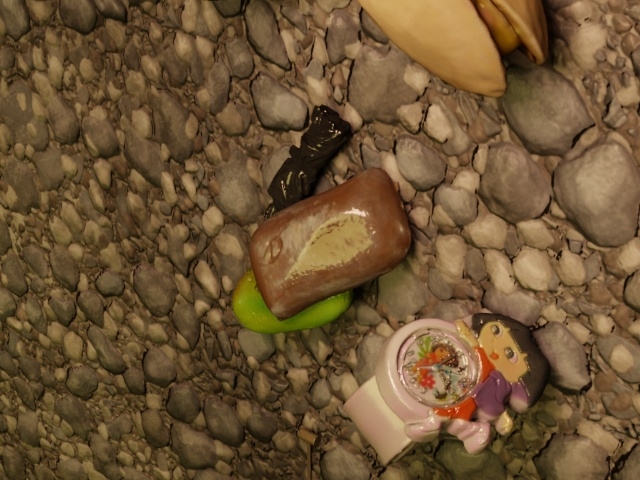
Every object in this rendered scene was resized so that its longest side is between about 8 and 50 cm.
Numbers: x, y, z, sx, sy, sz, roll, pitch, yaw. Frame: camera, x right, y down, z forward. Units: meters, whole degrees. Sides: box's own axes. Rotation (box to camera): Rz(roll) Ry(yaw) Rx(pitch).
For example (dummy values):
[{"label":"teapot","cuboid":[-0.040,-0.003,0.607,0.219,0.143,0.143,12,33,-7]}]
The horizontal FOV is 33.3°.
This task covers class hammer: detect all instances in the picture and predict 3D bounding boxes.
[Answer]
[{"label":"hammer","cuboid":[-0.020,0.371,1.816,0.036,0.019,0.110,20,122,34]}]

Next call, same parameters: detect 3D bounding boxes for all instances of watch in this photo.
[{"label":"watch","cuboid":[0.171,0.213,1.476,0.196,0.244,0.231,51,154,16]}]

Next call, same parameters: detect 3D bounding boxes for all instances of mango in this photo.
[{"label":"mango","cuboid":[-0.040,0.078,1.648,0.233,0.111,0.125,-16,100,40]}]

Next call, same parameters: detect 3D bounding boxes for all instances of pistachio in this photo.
[{"label":"pistachio","cuboid":[0.145,-0.316,1.266,0.193,0.214,0.318,-41,83,4]}]

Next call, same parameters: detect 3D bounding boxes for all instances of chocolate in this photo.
[{"label":"chocolate","cuboid":[-0.001,0.000,1.529,0.261,0.083,0.161,-29,69,23]}]

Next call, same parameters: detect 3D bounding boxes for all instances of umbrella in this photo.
[{"label":"umbrella","cuboid":[-0.027,-0.099,1.598,0.066,0.059,0.235,58,135,30]}]
